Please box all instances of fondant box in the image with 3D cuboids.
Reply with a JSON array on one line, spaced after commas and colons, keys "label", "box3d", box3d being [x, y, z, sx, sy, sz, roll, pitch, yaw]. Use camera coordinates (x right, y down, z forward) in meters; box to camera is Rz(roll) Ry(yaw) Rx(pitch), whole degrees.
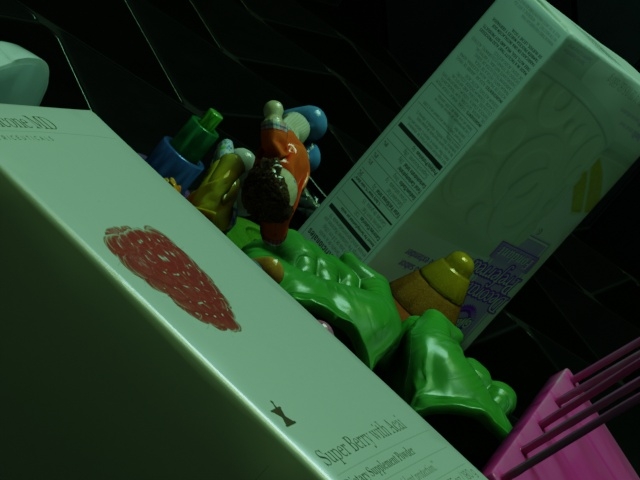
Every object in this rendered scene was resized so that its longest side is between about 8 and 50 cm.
[{"label": "fondant box", "box3d": [0.159, -0.061, 1.761, 0.238, 0.330, 0.096, 23, 23, -52]}]

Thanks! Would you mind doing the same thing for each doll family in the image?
[{"label": "doll family", "box3d": [-0.060, 0.037, 1.213, 0.118, 0.263, 0.163, -1, 20, 10]}]

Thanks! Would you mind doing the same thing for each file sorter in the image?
[{"label": "file sorter", "box3d": [0.274, 0.184, 1.404, 0.202, 0.182, 0.290, 57, 22, 0]}]

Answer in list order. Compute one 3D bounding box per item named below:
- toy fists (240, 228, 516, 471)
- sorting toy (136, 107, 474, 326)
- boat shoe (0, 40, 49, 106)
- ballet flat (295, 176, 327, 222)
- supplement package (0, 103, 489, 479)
[{"label": "toy fists", "box3d": [0.048, 0.091, 1.466, 0.279, 0.096, 0.142, 34, 14, -20]}, {"label": "sorting toy", "box3d": [0.000, 0.000, 1.572, 0.365, 0.126, 0.127, 34, 14, -28]}, {"label": "boat shoe", "box3d": [-0.275, -0.080, 1.104, 0.105, 0.113, 0.306, 36, 27, 11]}, {"label": "ballet flat", "box3d": [0.004, -0.037, 1.875, 0.173, 0.049, 0.057, 42, 14, 9]}, {"label": "supplement package", "box3d": [-0.096, 0.091, 0.873, 0.293, 0.175, 0.177, 42, 14, 12]}]
